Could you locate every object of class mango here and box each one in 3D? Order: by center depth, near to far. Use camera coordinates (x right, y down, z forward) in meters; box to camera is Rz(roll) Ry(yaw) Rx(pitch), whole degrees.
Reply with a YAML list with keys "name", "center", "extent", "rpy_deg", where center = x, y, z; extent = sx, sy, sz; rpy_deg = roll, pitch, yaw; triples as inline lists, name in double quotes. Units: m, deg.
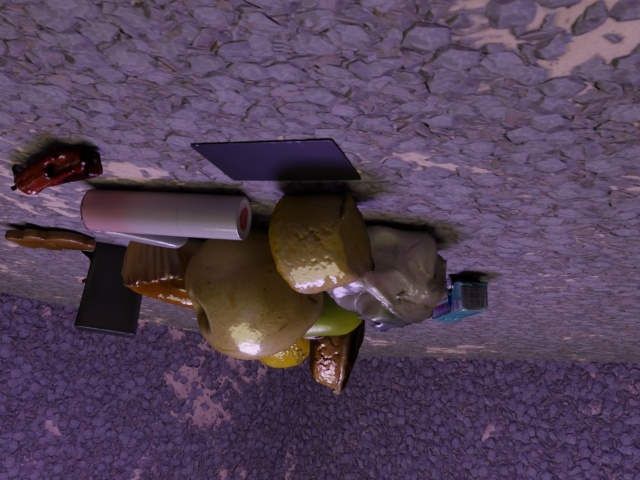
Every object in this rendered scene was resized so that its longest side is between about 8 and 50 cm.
- name: "mango"
  center: [-0.006, 0.167, 1.779]
  extent: [0.273, 0.185, 0.149]
  rpy_deg: [-4, 159, -6]

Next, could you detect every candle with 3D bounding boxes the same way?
- name: "candle"
  center: [-0.491, -0.120, 1.198]
  extent: [0.302, 0.059, 0.084]
  rpy_deg: [-8, 150, 45]

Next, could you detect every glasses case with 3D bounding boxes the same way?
- name: "glasses case"
  center: [-0.381, -0.034, 1.433]
  extent: [0.197, 0.076, 0.049]
  rpy_deg: [12, 162, -21]

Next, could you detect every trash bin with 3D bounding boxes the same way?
- name: "trash bin"
  center: [-0.578, 0.141, 1.860]
  extent: [0.164, 0.240, 0.122]
  rpy_deg: [13, 164, -16]

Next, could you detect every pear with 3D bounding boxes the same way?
- name: "pear"
  center: [-0.143, 0.113, 1.476]
  extent: [0.309, 0.309, 0.309]
  rpy_deg: [6, 165, 2]

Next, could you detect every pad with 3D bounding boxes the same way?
- name: "pad"
  center: [-0.069, -0.127, 1.083]
  extent: [0.243, 0.004, 0.163]
  rpy_deg: [2, 165, 20]

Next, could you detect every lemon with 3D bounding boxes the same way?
- name: "lemon"
  center: [-0.130, 0.302, 2.238]
  extent: [0.258, 0.257, 0.310]
  rpy_deg: [3, 161, 14]

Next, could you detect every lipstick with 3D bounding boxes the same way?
- name: "lipstick"
  center: [-0.304, -0.053, 1.305]
  extent: [0.327, 0.087, 0.087]
  rpy_deg: [3, 165, 13]

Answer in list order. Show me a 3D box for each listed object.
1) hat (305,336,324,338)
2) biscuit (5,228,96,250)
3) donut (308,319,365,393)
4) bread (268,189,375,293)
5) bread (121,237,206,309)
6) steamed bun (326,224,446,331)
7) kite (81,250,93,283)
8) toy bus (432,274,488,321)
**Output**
- name: "hat"
  center: [-0.045, 0.181, 1.974]
  extent: [0.232, 0.161, 0.275]
  rpy_deg: [-6, -162, -29]
- name: "biscuit"
  center: [-0.718, -0.004, 1.777]
  extent: [0.226, 0.036, 0.166]
  rpy_deg: [2, 165, 9]
- name: "donut"
  center: [0.051, 0.330, 2.167]
  extent: [0.160, 0.330, 0.330]
  rpy_deg: [17, 166, 9]
- name: "bread"
  center: [-0.004, 0.000, 1.207]
  extent: [0.171, 0.197, 0.197]
  rpy_deg: [-11, 159, 22]
- name: "bread"
  center: [-0.306, 0.099, 1.694]
  extent: [0.389, 0.183, 0.236]
  rpy_deg: [12, 167, -19]
- name: "steamed bun"
  center: [0.125, 0.091, 1.427]
  extent: [0.280, 0.207, 0.268]
  rpy_deg: [8, 166, 1]
- name: "kite"
  center: [-0.625, 0.088, 1.941]
  extent: [0.190, 0.159, 0.010]
  rpy_deg: [48, 143, 7]
- name: "toy bus"
  center: [0.362, 0.157, 1.769]
  extent: [0.091, 0.109, 0.261]
  rpy_deg: [3, 167, -7]
